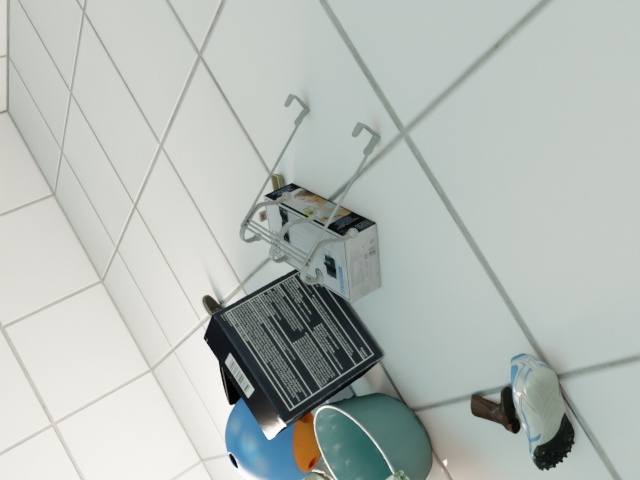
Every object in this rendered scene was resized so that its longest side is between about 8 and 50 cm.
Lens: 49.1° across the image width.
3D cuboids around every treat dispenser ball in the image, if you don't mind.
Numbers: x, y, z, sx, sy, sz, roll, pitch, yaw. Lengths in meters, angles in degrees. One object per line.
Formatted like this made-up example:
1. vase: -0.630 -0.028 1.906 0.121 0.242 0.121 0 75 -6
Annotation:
1. treat dispenser ball: -0.128 0.552 1.993 0.288 0.288 0.288 37 142 37

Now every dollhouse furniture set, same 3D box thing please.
1. dollhouse furniture set: -0.132 -0.104 1.675 0.091 0.081 0.114 27 135 45

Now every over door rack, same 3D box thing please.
1. over door rack: -0.017 -0.101 1.405 0.239 0.108 0.324 30 102 43

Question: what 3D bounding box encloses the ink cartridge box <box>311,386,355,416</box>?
1. ink cartridge box: 0.041 0.449 1.854 0.191 0.082 0.139 58 150 5

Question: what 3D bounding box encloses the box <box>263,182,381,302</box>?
1. box: 0.000 0.000 1.550 0.290 0.087 0.169 30 137 43

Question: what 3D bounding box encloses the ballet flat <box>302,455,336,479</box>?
1. ballet flat: 0.036 0.696 1.932 0.147 0.147 0.409 65 162 -4

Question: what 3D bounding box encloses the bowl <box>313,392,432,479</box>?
1. bowl: 0.142 0.483 1.644 0.311 0.163 0.312 37 142 36

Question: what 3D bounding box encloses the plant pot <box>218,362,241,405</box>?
1. plant pot: -0.227 0.347 2.105 0.167 0.187 0.188 47 149 49

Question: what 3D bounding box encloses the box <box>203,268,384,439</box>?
1. box: -0.067 0.252 1.648 0.296 0.294 0.183 55 152 13

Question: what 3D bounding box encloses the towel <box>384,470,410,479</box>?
1. towel: 0.199 0.657 1.456 0.325 0.038 0.248 60 151 20

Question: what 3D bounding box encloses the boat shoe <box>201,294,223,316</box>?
1. boat shoe: -0.332 0.240 2.297 0.152 0.056 0.049 55 146 -7

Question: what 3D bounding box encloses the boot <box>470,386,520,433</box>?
1. boot: 0.327 0.312 1.353 0.114 0.037 0.107 17 126 57

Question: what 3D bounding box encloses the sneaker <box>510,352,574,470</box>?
1. sneaker: 0.383 0.299 1.223 0.086 0.085 0.237 -120 11 -65
